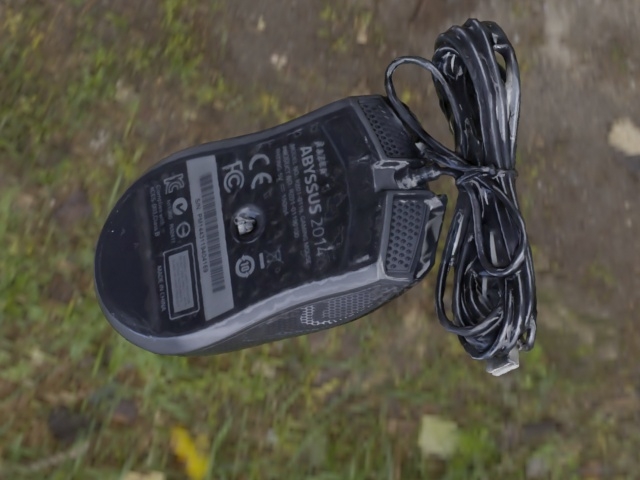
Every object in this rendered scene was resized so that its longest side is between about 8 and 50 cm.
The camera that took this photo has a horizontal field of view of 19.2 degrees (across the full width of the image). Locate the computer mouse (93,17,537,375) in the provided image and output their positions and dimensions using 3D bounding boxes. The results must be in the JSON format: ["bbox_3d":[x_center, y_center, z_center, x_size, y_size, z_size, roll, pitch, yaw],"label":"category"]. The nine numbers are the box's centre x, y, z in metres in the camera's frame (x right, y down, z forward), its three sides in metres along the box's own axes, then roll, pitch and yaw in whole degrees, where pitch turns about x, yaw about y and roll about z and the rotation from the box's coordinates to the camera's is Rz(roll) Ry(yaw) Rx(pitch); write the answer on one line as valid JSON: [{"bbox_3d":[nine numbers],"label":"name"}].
[{"bbox_3d":[0.000,0.000,1.049,0.272,0.188,0.072,-13,161,27],"label":"computer mouse"}]
